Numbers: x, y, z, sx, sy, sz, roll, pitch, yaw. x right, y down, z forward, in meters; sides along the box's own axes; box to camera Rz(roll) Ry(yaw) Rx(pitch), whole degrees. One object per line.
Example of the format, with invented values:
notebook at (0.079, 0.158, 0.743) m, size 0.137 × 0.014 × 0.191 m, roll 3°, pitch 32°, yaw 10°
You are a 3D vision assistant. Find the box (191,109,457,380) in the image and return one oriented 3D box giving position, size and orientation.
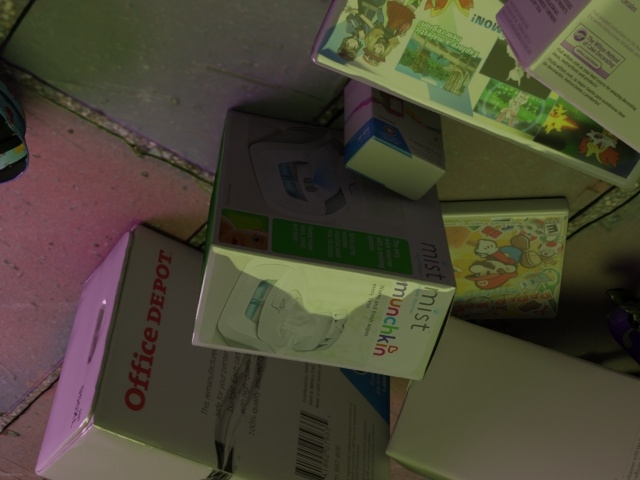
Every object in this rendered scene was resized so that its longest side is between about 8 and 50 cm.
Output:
box at (0.000, 0.000, 1.045) m, size 0.231 × 0.262 × 0.127 m, roll 10°, pitch 124°, yaw -7°

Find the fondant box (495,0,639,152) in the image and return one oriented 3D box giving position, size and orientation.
fondant box at (0.336, -0.212, 0.783) m, size 0.238 × 0.096 × 0.330 m, roll 29°, pitch 119°, yaw -28°

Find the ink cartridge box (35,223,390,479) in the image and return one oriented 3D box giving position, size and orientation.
ink cartridge box at (-0.115, 0.196, 1.276) m, size 0.395 × 0.285 × 0.166 m, roll 26°, pitch 135°, yaw -24°

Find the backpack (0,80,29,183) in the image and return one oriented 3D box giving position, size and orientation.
backpack at (-0.381, -0.123, 1.050) m, size 0.173 × 0.117 × 0.158 m, roll -11°, pitch 137°, yaw 16°

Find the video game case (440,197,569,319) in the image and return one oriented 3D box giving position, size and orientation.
video game case at (0.181, 0.029, 1.263) m, size 0.227 × 0.026 × 0.206 m, roll -2°, pitch 139°, yaw 6°

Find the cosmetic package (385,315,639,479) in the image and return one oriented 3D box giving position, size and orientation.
cosmetic package at (0.288, 0.245, 1.257) m, size 0.365 × 0.197 × 0.155 m, roll 18°, pitch 165°, yaw 24°

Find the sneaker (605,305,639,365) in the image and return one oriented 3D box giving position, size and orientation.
sneaker at (0.486, 0.177, 1.323) m, size 0.293 × 0.146 × 0.102 m, roll 30°, pitch 132°, yaw -29°

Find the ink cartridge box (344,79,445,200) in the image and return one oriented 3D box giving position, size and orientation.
ink cartridge box at (0.073, -0.112, 1.033) m, size 0.088 × 0.122 × 0.052 m, roll 24°, pitch 131°, yaw -23°

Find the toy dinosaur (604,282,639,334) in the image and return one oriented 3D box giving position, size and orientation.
toy dinosaur at (0.474, 0.060, 1.179) m, size 0.218 × 0.164 × 0.322 m, roll -39°, pitch 99°, yaw 3°

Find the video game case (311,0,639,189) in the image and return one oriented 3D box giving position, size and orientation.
video game case at (0.199, -0.223, 0.871) m, size 0.329 × 0.036 × 0.300 m, roll 20°, pitch 120°, yaw -12°
